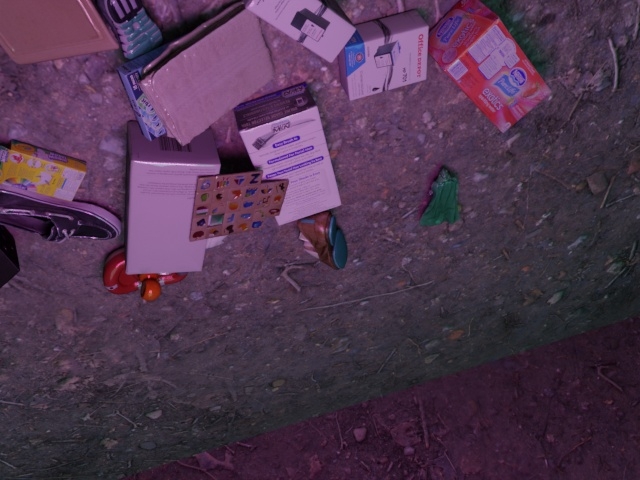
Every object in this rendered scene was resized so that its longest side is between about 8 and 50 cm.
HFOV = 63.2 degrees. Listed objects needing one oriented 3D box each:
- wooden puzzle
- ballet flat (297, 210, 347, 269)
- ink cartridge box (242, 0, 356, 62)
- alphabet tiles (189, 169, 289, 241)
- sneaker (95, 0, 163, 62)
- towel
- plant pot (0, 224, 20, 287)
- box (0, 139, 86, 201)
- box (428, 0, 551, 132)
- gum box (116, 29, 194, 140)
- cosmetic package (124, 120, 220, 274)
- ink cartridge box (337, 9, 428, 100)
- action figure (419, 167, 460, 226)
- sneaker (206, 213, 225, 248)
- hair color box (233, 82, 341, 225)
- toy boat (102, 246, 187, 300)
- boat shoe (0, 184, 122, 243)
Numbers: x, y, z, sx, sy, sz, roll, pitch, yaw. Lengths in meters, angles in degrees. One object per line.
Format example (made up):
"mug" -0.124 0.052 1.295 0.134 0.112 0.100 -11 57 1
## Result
"wooden puzzle" -0.496 -0.414 0.888 0.221 0.044 0.238 -3 147 14
"ballet flat" 0.000 0.000 1.545 0.124 0.116 0.342 8 165 13
"ink cartridge box" -0.049 -0.452 0.991 0.209 0.153 0.087 20 125 -39
"alphabet tiles" -0.192 -0.087 1.252 0.237 0.009 0.198 -12 141 -31
"sneaker" -0.362 -0.414 0.966 0.083 0.098 0.223 -40 171 -15
"towel" -0.221 -0.336 1.056 0.282 0.049 0.187 -41 148 -16
"plant pot" -0.815 0.030 1.202 0.167 0.187 0.188 -24 142 -14
"box" -0.634 -0.156 1.165 0.179 0.043 0.105 16 130 -38
"box" 0.396 -0.412 1.233 0.154 0.142 0.300 -42 136 24
"gum box" -0.301 -0.315 1.061 0.184 0.041 0.156 -38 148 -25
"cosmetic package" -0.372 -0.090 1.264 0.197 0.155 0.365 0 137 -24
"ink cartridge box" 0.139 -0.415 1.169 0.191 0.082 0.139 -16 140 -4
"action figure" 0.374 -0.136 1.602 0.137 0.063 0.232 -15 144 -4
"sneaker" -0.265 -0.058 1.421 0.094 0.080 0.212 -3 146 -37
"hair color box" -0.073 -0.203 1.301 0.185 0.110 0.338 -18 142 -1
"toy boat" -0.478 0.101 1.438 0.231 0.151 0.150 -11 139 -12
"boat shoe" -0.627 -0.042 1.239 0.301 0.102 0.108 23 134 -40
